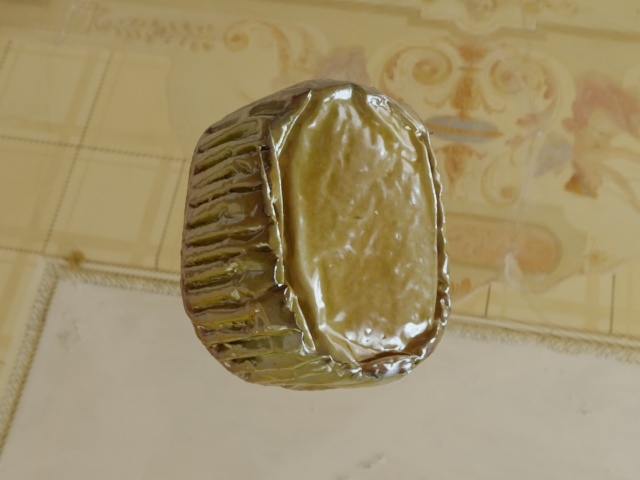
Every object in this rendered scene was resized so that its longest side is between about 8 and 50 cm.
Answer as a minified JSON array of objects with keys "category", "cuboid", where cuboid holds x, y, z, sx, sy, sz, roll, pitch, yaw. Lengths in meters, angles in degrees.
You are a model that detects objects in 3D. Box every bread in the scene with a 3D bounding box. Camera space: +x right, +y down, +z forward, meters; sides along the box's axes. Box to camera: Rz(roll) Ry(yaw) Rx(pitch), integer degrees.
[{"category":"bread","cuboid":[0.000,0.000,0.873,0.142,0.227,0.253,-6,-101,44]}]
